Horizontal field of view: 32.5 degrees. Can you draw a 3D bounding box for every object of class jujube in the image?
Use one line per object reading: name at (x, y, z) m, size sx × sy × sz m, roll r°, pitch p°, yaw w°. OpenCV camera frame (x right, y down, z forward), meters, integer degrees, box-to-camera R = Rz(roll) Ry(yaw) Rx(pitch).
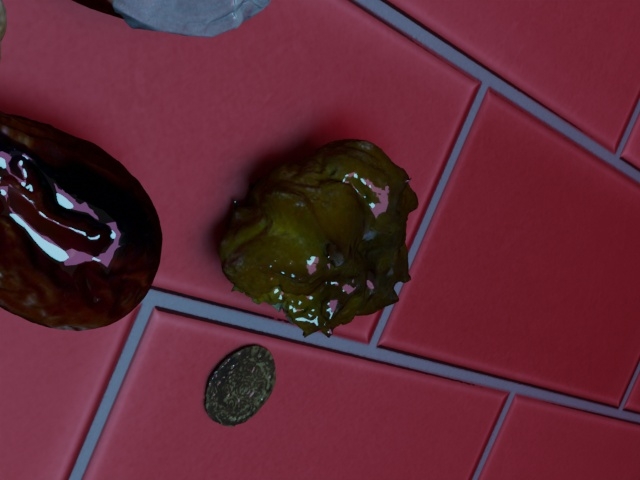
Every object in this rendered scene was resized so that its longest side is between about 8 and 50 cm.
jujube at (-0.245, -0.020, 0.968) m, size 0.168 × 0.168 × 0.236 m, roll -53°, pitch 137°, yaw -12°

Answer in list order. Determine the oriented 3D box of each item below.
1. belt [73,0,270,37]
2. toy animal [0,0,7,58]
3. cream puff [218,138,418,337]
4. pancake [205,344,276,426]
belt at (-0.153, -0.308, 0.950) m, size 0.227 × 0.115 × 0.324 m, roll -58°, pitch 139°, yaw -6°
toy animal at (-0.296, -0.131, 0.840) m, size 0.104 × 0.185 × 0.184 m, roll -28°, pitch 128°, yaw -36°
cream puff at (0.000, 0.000, 1.240) m, size 0.269 × 0.155 × 0.241 m, roll -24°, pitch 130°, yaw -44°
pancake at (-0.095, 0.177, 1.326) m, size 0.115 × 0.011 × 0.115 m, roll -22°, pitch 124°, yaw -37°
